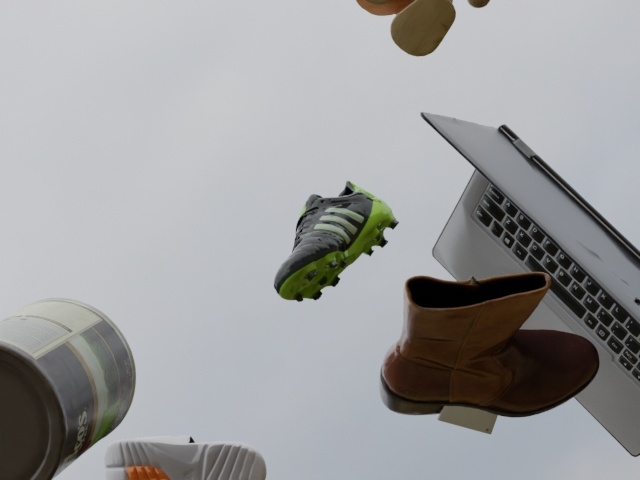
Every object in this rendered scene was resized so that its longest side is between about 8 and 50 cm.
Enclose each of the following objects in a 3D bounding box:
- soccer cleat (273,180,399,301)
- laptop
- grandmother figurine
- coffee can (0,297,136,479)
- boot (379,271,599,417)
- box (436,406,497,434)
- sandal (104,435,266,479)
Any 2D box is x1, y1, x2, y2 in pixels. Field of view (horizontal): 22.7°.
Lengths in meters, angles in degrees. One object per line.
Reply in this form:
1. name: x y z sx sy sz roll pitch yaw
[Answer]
1. soccer cleat: 0.000 0.000 1.405 0.179 0.072 0.060 -35 -21 -52
2. laptop: 0.255 0.066 1.857 0.236 0.382 0.408 -30 -23 -36
3. grandmother figurine: 0.110 -0.339 1.718 0.104 0.342 0.208 -20 -65 24
4. coffee can: -0.359 0.190 1.926 0.201 0.201 0.275 -41 -1 14
5. boot: 0.200 0.092 1.705 0.264 0.096 0.280 1 -29 -6
6. box: 0.267 0.268 2.782 0.101 0.087 0.102 15 -41 3
7. sandal: -0.171 0.312 2.138 0.265 0.102 0.076 -5 0 30
